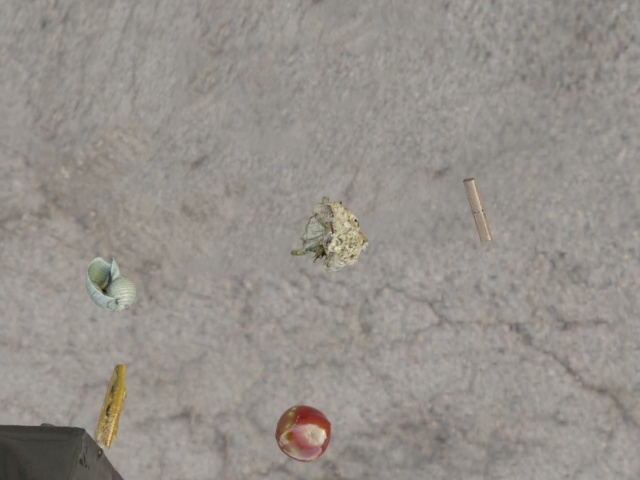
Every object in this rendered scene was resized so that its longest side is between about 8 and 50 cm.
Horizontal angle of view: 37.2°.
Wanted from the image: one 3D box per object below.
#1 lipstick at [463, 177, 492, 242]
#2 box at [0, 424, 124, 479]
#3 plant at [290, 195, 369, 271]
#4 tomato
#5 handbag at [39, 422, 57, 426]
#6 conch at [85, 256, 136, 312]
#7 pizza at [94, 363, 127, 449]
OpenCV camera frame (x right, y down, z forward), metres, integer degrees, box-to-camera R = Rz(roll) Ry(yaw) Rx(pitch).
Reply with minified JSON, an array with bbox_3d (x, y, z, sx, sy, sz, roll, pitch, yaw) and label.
[{"bbox_3d":[0.221,-0.043,1.336,0.019,0.019,0.094,-13,109,19],"label":"lipstick"},{"bbox_3d":[-0.413,0.357,1.133,0.345,0.204,0.251,1,144,11],"label":"box"},{"bbox_3d":[0.000,0.000,1.335,0.122,0.116,0.104,-26,100,22],"label":"plant"},{"bbox_3d":[-0.024,0.289,1.432,0.087,0.087,0.075,33,153,-22],"label":"tomato"},{"bbox_3d":[-0.363,0.302,1.347,0.047,0.072,0.111,-49,128,-3],"label":"handbag"},{"bbox_3d":[-0.313,0.069,1.396,0.076,0.085,0.056,5,129,-44],"label":"conch"},{"bbox_3d":[-0.360,0.296,1.645,0.036,0.160,0.099,17,140,-13],"label":"pizza"}]
